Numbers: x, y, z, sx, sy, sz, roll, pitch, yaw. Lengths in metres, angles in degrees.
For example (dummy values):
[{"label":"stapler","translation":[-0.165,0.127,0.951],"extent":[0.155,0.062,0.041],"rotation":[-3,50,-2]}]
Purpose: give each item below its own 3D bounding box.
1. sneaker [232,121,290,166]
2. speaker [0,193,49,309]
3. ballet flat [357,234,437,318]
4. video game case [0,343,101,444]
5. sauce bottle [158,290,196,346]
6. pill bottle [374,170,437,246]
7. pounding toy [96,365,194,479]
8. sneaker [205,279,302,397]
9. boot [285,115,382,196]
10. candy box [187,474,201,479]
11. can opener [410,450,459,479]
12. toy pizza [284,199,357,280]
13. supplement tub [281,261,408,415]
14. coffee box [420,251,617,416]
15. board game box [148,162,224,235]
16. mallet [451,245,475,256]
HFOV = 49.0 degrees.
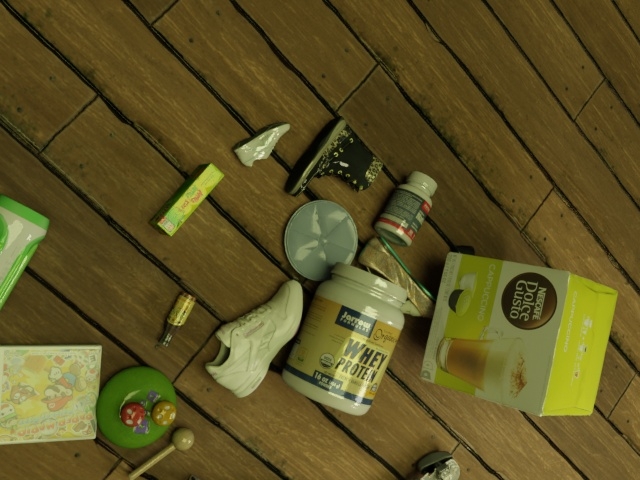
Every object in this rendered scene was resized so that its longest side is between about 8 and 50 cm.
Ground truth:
[{"label":"sneaker","translation":[-0.134,-0.232,1.676],"extent":[0.152,0.053,0.061],"rotation":[-34,115,-14]},{"label":"speaker","translation":[-0.662,0.062,1.391],"extent":[0.131,0.131,0.297],"rotation":[31,79,-23]},{"label":"ballet flat","translation":[0.210,0.123,1.839],"extent":[0.106,0.107,0.316],"rotation":[-42,104,3]},{"label":"video game case","translation":[-0.589,0.325,1.494],"extent":[0.226,0.026,0.207],"rotation":[4,91,-26]},{"label":"sauce bottle","translation":[-0.328,0.180,1.602],"extent":[0.042,0.042,0.128],"rotation":[29,79,-24]},{"label":"pill bottle","translation":[0.226,-0.084,1.818],"extent":[0.108,0.108,0.180],"rotation":[35,78,-23]},{"label":"pounding toy","translation":[-0.376,0.398,1.540],"extent":[0.182,0.110,0.237],"rotation":[-30,106,-30]},{"label":"sneaker","translation":[-0.150,0.212,1.648],"extent":[0.152,0.114,0.305],"rotation":[38,77,-23]},{"label":"boot","translation":[0.038,-0.166,1.739],"extent":[0.178,0.085,0.236],"rotation":[41,75,-24]},{"label":"candy box","translation":[-0.284,0.677,1.631],"extent":[0.164,0.070,0.196],"rotation":[39,75,-22]},{"label":"can opener","translation":[0.245,0.664,1.892],"extent":[0.283,0.095,0.076],"rotation":[-25,117,-11]},{"label":"toy pizza","translation":[0.000,0.000,1.757],"extent":[0.201,0.032,0.202],"rotation":[-1,92,-24]},{"label":"supplement tub","translation":[0.064,0.232,1.684],"extent":[0.228,0.228,0.317],"rotation":[25,85,-24]},{"label":"coffee box","translation":[0.512,0.238,1.790],"extent":[0.338,0.334,0.338],"rotation":[16,86,-48]},{"label":"board game box","translation":[-0.302,-0.093,1.575],"extent":[0.043,0.092,0.181],"rotation":[44,74,-22]},{"label":"mallet","translation":[0.399,0.106,1.955],"extent":[0.062,0.039,0.190],"rotation":[-10,101,-27]}]
